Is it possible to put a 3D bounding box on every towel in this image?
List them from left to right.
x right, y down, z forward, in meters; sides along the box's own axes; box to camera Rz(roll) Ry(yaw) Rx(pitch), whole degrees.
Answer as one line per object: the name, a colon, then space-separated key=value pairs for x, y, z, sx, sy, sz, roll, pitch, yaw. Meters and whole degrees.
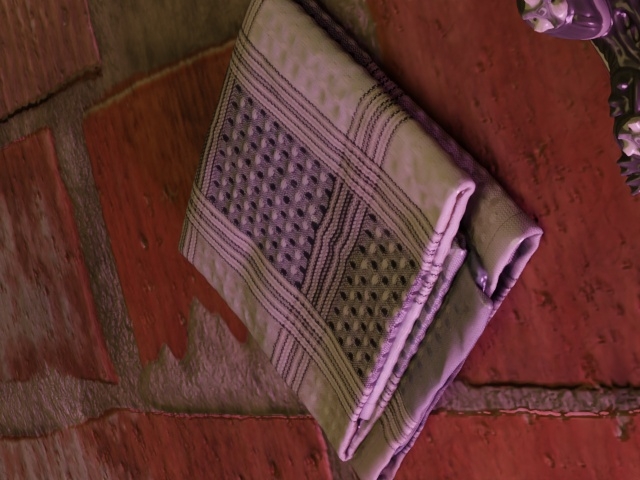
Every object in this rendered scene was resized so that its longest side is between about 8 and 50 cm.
towel: x=0.000 y=0.000 z=0.868 sx=0.324 sy=0.056 sz=0.312 roll=49 pitch=135 yaw=28

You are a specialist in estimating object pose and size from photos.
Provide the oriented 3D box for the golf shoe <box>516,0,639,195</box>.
golf shoe: x=0.192 y=-0.105 z=0.572 sx=0.105 sy=0.120 sz=0.273 roll=-31 pitch=100 yaw=44
